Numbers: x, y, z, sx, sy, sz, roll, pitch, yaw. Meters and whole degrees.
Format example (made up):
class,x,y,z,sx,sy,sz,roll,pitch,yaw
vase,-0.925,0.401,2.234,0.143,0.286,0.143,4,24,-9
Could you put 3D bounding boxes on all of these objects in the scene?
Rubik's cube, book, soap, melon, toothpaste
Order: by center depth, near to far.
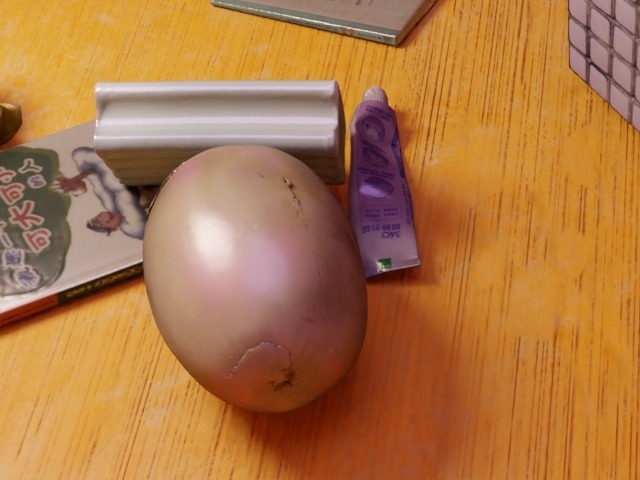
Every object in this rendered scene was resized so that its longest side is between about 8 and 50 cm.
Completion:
class,x,y,z,sx,sy,sz,roll,pitch,yaw
melon,-0.068,0.034,1.771,0.223,0.223,0.317,-13,44,-5
soap,-0.107,-0.119,1.934,0.265,0.160,0.088,0,77,5
toothpaste,0.068,-0.070,1.993,0.075,0.048,0.301,3,45,-4
Rubik's cube,0.442,-0.270,2.006,0.237,0.237,0.238,-24,46,-18
book,-0.260,-0.045,2.021,0.370,0.043,0.260,-21,45,-14
book,0.023,-0.350,2.315,0.282,0.025,0.215,17,49,26

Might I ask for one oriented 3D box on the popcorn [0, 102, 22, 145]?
class,x,y,z,sx,sy,sz,roll,pitch,yaw
popcorn,-0.486,-0.173,2.074,0.251,0.206,0.237,18,12,11
